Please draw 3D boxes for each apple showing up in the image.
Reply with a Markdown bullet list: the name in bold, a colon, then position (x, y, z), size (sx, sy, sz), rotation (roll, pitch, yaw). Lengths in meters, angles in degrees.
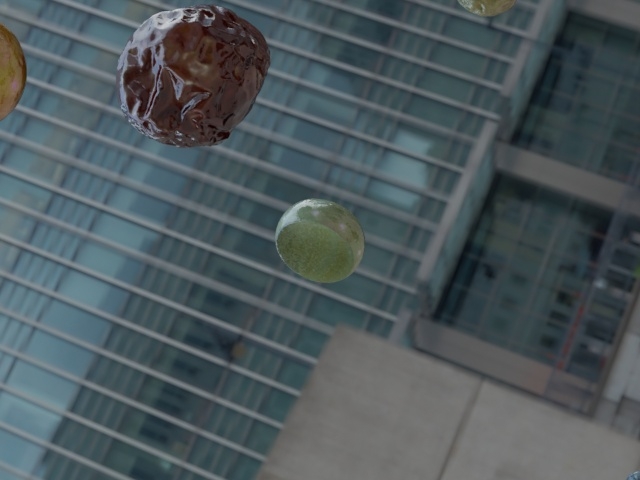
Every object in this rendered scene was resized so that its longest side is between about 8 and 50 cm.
- **apple**: position (-0.401, -0.194, 1.518), size (0.146, 0.147, 0.146), rotation (20, -90, -75)

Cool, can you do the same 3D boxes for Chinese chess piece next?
- **Chinese chess piece**: position (0.000, 0.000, 2.114), size (0.144, 0.144, 0.058), rotation (95, -165, -45)

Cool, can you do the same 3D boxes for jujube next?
- **jujube**: position (-0.175, -0.254, 1.999), size (0.342, 0.216, 0.216), rotation (-49, -24, -73)

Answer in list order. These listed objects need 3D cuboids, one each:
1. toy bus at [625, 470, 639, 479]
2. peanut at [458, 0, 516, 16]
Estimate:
- **toy bus**: position (0.476, 0.438, 1.927), size (0.276, 0.165, 0.133), rotation (-43, 33, 25)
- **peanut**: position (0.299, -0.501, 2.193), size (0.152, 0.152, 0.313), rotation (-51, -14, -50)
